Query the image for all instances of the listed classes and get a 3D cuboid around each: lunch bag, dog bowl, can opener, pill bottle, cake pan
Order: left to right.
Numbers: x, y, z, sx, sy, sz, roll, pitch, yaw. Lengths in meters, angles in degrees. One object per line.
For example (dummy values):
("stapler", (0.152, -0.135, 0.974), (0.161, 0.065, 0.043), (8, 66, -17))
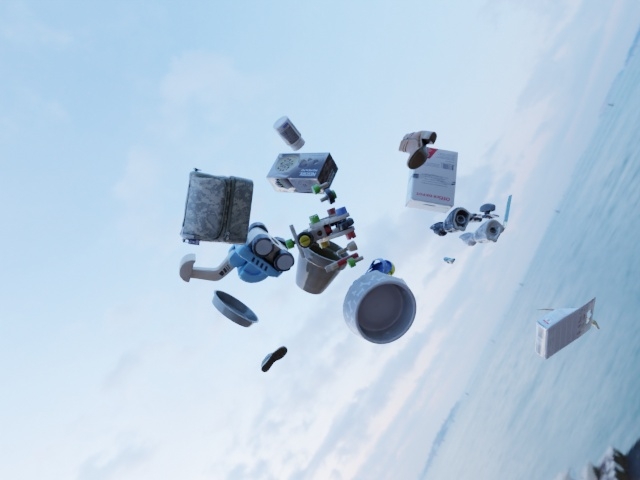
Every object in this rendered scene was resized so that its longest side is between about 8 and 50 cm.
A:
("lunch bag", (-0.434, -0.129, 1.668), (0.256, 0.213, 0.305), (8, -87, -28))
("cake pan", (-0.465, 0.371, 2.167), (0.054, 0.293, 0.293), (-54, -26, -1))
("pill bottle", (-0.129, -0.445, 1.683), (0.137, 0.078, 0.078), (47, -111, -36))
("dog bowl", (0.282, 0.315, 1.845), (0.349, 0.102, 0.348), (-4, -76, -15))
("can opener", (0.832, -0.137, 2.156), (0.074, 0.280, 0.093), (10, -98, -26))

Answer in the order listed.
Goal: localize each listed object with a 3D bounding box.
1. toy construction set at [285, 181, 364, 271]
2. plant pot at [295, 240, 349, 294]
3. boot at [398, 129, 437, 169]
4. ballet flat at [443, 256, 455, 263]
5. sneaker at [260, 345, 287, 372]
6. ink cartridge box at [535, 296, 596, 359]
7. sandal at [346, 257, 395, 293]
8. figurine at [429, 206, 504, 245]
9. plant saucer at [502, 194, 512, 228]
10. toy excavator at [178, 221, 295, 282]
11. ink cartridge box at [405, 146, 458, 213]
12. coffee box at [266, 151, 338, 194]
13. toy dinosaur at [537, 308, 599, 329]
("toy construction set", (0.000, 0.000, 1.451), (0.237, 0.257, 0.308), (-26, -58, -5))
("plant pot", (-0.016, 0.164, 2.436), (0.323, 0.323, 0.280), (-12, -51, -58))
("boot", (0.374, -0.371, 1.658), (0.197, 0.152, 0.073), (-52, -55, -15))
("ballet flat", (0.757, 0.119, 2.350), (0.041, 0.041, 0.114), (-62, 11, -4))
("sneaker", (-0.272, 0.663, 2.310), (0.192, 0.086, 0.064), (-44, -71, 0))
("ink cartridge box", (0.693, 0.240, 1.145), (0.179, 0.045, 0.145), (-30, -53, -12))
("sandal", (0.254, 0.199, 2.115), (0.317, 0.126, 0.138), (-46, -30, -9))
("figurine", (0.559, -0.039, 1.563), (0.209, 0.215, 0.092), (136, 152, -75))
("plant saucer", (0.950, -0.147, 2.049), (0.067, 0.018, 0.192), (76, -147, -50))
("toy excavator", (-0.418, 0.112, 2.029), (0.433, 0.222, 0.445), (39, -83, -29))
("ink cartridge box", (0.509, -0.277, 1.849), (0.114, 0.197, 0.272), (98, -178, -74))
("coffee box", (-0.087, -0.323, 1.931), (0.119, 0.297, 0.168), (56, -130, -47))
("toy dinosaur", (0.834, 0.248, 1.344), (0.093, 0.183, 0.053), (34, -103, -44))
